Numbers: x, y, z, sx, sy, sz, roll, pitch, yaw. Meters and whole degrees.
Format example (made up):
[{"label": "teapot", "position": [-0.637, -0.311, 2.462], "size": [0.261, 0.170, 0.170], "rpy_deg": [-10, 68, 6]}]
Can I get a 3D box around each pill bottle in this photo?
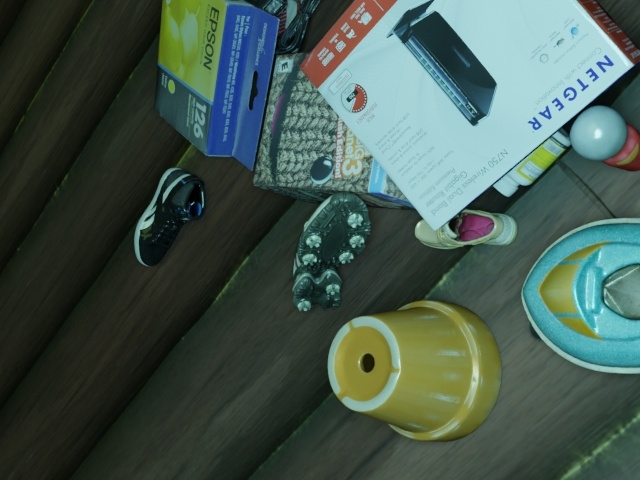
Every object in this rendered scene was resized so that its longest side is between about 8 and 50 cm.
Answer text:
[{"label": "pill bottle", "position": [0.289, -0.118, 1.148], "size": [0.116, 0.065, 0.065], "rpy_deg": [-48, 52, 24]}]

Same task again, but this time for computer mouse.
[{"label": "computer mouse", "position": [-0.113, -0.433, 1.556], "size": [0.262, 0.060, 0.184], "rpy_deg": [19, 85, 27]}]

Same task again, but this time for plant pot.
[{"label": "plant pot", "position": [0.118, 0.180, 1.155], "size": [0.205, 0.188, 0.205], "rpy_deg": [-11, 73, 41]}]

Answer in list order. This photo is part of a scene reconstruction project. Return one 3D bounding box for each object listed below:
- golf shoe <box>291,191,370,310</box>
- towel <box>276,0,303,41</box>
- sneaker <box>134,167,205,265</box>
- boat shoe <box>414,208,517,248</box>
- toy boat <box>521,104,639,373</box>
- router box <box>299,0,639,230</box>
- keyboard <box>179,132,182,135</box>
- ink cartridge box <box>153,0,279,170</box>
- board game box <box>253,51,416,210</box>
[{"label": "golf shoe", "position": [0.000, 0.000, 1.312], "size": [0.273, 0.105, 0.120], "rpy_deg": [112, 154, -49]}, {"label": "towel", "position": [-0.154, -0.493, 1.662], "size": [0.329, 0.037, 0.237], "rpy_deg": [-7, 74, 36]}, {"label": "sneaker", "position": [-0.305, -0.037, 1.680], "size": [0.121, 0.079, 0.217], "rpy_deg": [24, 96, 45]}, {"label": "boat shoe", "position": [0.204, -0.021, 1.210], "size": [0.170, 0.059, 0.063], "rpy_deg": [-4, 78, 43]}, {"label": "toy boat", "position": [0.358, 0.001, 0.998], "size": [0.267, 0.148, 0.318], "rpy_deg": [-8, 75, 42]}, {"label": "router box", "position": [0.180, -0.230, 1.054], "size": [0.301, 0.082, 0.335], "rpy_deg": [51, 125, 7]}, {"label": "keyboard", "position": [-0.251, -0.302, 1.732], "size": [0.180, 0.023, 0.108], "rpy_deg": [-51, 44, 23]}, {"label": "ink cartridge box", "position": [-0.215, -0.329, 1.575], "size": [0.307, 0.072, 0.303], "rpy_deg": [40, 128, 41]}, {"label": "board game box", "position": [0.054, -0.180, 1.331], "size": [0.291, 0.141, 0.232], "rpy_deg": [6, 85, 44]}]
